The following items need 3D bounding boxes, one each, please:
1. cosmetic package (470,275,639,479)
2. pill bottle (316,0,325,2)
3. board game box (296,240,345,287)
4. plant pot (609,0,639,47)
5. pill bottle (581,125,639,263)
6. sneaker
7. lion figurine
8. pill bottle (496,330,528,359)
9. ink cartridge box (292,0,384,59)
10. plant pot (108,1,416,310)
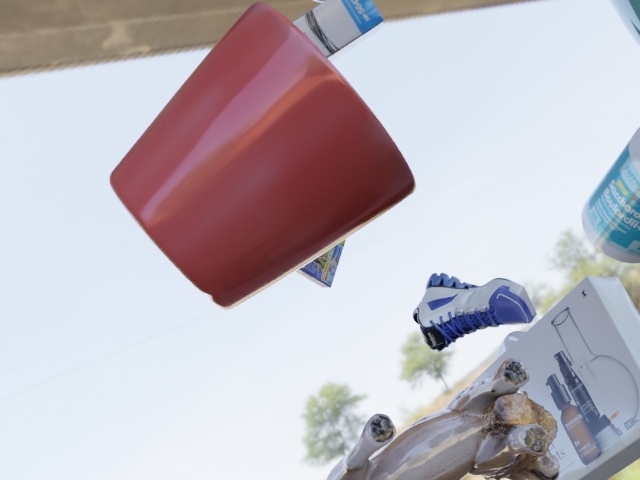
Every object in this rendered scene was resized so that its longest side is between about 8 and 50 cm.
[{"bbox_3d":[0.462,0.289,1.548,0.097,0.285,0.377,5,-42,-30],"label":"cosmetic package"},{"bbox_3d":[-0.002,-0.566,1.767,0.117,0.208,0.118,-10,-57,-17],"label":"pill bottle"},{"bbox_3d":[0.000,0.000,2.108,0.035,0.201,0.136,-3,-28,47],"label":"board game box"},{"bbox_3d":[0.325,-0.224,0.568,0.292,0.235,0.293,-8,-20,-3],"label":"plant pot"},{"bbox_3d":[0.519,-0.090,1.300,0.146,0.146,0.264,-21,-28,-24],"label":"pill bottle"},{"bbox_3d":[0.333,0.183,1.966,0.315,0.127,0.182,3,45,50],"label":"sneaker"},{"bbox_3d":[0.114,0.252,0.949,0.391,0.142,0.240,-12,-23,-18],"label":"lion figurine"},{"bbox_3d":[0.558,0.288,1.871,0.301,0.169,0.169,3,-27,-14],"label":"pill bottle"},{"bbox_3d":[0.000,-0.351,1.462,0.203,0.086,0.148,-32,7,3],"label":"ink cartridge box"},{"bbox_3d":[-0.074,-0.075,0.910,0.243,0.275,0.275,-41,-18,-2],"label":"plant pot"}]
